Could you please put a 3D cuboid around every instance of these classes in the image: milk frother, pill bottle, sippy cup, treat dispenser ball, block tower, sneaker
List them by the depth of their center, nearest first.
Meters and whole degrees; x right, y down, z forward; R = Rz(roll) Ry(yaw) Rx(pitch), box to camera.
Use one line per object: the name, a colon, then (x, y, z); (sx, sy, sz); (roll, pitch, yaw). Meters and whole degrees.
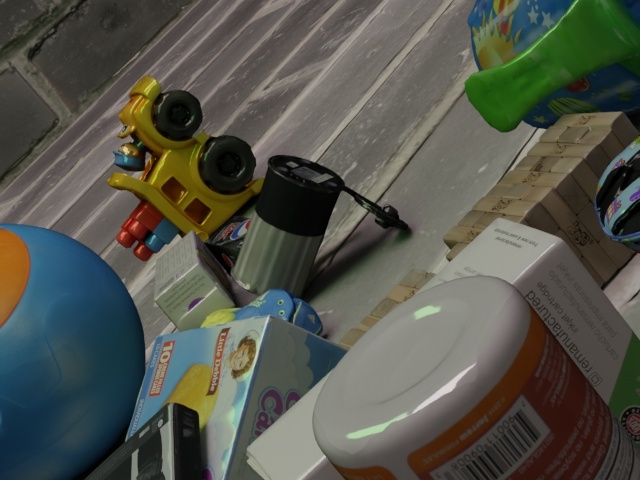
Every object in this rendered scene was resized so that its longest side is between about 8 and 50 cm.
pill bottle: (0.104, 0.132, 0.660); (0.121, 0.216, 0.121); (-34, 19, 13)
block tower: (0.126, 0.045, 1.030); (0.335, 0.097, 0.091); (-46, 19, -13)
sippy cup: (0.256, -0.207, 1.199); (0.306, 0.240, 0.224); (2, -17, -29)
sneaker: (-0.066, 0.105, 1.264); (0.126, 0.091, 0.240); (-34, 18, 14)
milk frother: (0.000, 0.000, 1.396); (0.143, 0.129, 0.134); (35, 117, 35)
treat dispenser ball: (-0.328, 0.126, 1.412); (0.288, 0.288, 0.288); (-35, 18, 13)

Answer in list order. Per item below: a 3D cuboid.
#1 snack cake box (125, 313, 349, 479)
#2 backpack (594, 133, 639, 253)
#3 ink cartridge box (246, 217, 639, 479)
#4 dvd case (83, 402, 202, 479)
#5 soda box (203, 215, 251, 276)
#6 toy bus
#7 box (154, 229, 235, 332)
snack cake box: (-0.076, 0.193, 0.921); (0.152, 0.089, 0.264); (-16, 53, 52)
backpack: (0.275, -0.036, 0.886); (0.173, 0.117, 0.158); (-34, 19, 16)
ink cartridge box: (0.090, 0.120, 0.808); (0.219, 0.160, 0.092); (-43, 18, -7)
dvd case: (-0.134, 0.245, 0.850); (0.179, 0.030, 0.238); (-42, 37, 30)
soda box: (-0.076, 0.012, 1.554); (0.053, 0.060, 0.169); (-41, 18, -16)
toy bus: (-0.216, -0.086, 1.831); (0.211, 0.220, 0.149); (-49, 15, -7)
box: (-0.147, 0.047, 1.532); (0.067, 0.063, 0.324); (-39, 9, -2)
